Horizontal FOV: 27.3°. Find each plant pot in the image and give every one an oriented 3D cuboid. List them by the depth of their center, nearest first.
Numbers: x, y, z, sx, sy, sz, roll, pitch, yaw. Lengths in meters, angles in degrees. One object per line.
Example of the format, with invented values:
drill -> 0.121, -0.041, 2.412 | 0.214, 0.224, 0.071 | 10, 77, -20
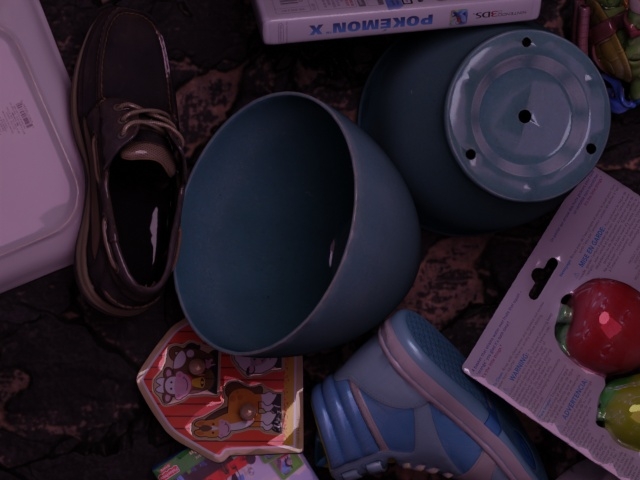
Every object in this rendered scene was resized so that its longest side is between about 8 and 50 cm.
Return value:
plant pot -> 0.000, 0.000, 1.476 | 0.195, 0.290, 0.290 | 17, 83, -43
plant pot -> 0.199, -0.135, 1.486 | 0.271, 0.255, 0.272 | 0, 92, -10

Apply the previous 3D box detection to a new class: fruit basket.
fruit basket -> 0.384, 0.129, 1.558 | 0.353, 0.165, 0.327 | 32, 67, 5

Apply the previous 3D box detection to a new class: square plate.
square plate -> -0.433, -0.097, 1.504 | 0.344, 0.049, 0.347 | -23, 91, -9

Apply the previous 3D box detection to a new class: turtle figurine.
turtle figurine -> 0.394, -0.314, 1.572 | 0.198, 0.274, 0.266 | -33, 88, -43

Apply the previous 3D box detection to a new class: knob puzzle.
knob puzzle -> -0.117, 0.160, 1.524 | 0.213, 0.030, 0.213 | 0, 73, 0

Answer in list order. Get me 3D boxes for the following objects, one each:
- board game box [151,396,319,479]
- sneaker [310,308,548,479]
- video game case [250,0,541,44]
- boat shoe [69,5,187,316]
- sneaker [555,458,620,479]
board game box -> -0.075, 0.313, 1.542 | 0.160, 0.039, 0.211 | -32, 93, -9
sneaker -> 0.114, 0.239, 1.547 | 0.208, 0.127, 0.319 | -36, 113, 16
video game case -> 0.056, -0.331, 1.486 | 0.300, 0.329, 0.036 | -7, 131, -9
boat shoe -> -0.199, -0.094, 1.477 | 0.132, 0.130, 0.355 | 1, 83, -32
sneaker -> 0.302, 0.358, 1.588 | 0.094, 0.080, 0.212 | 40, 88, -17
